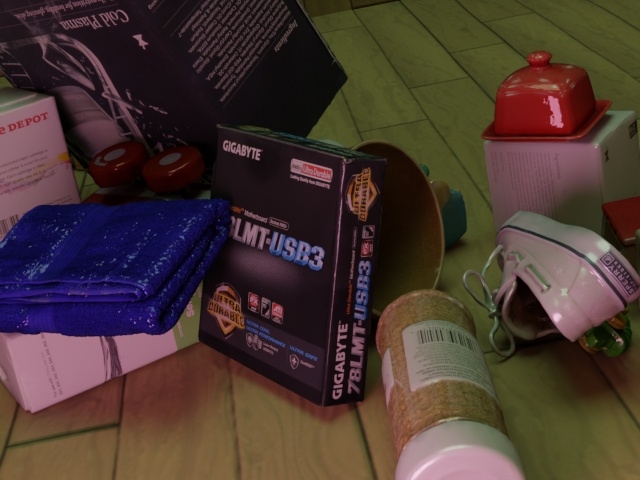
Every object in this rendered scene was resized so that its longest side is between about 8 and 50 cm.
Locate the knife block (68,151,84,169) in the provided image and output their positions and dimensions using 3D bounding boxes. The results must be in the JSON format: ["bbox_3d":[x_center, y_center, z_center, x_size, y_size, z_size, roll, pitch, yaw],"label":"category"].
[{"bbox_3d":[-0.472,-0.196,2.441,0.242,0.088,0.276,-15,23,-10],"label":"knife block"}]

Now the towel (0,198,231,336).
[{"bbox_3d":[-0.283,0.022,1.458,0.308,0.076,0.228,-1,42,27],"label":"towel"}]

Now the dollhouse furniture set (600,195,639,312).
[{"bbox_3d":[0.459,0.025,1.319,0.201,0.152,0.374,-10,30,2],"label":"dollhouse furniture set"}]

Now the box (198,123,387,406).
[{"bbox_3d":[-0.043,0.020,1.436,0.073,0.294,0.295,-4,15,-35],"label":"box"}]

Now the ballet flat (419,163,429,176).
[{"bbox_3d":[0.132,-0.107,2.023,0.114,0.041,0.041,-9,22,3],"label":"ballet flat"}]

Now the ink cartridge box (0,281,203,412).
[{"bbox_3d":[-0.314,0.103,1.596,0.272,0.115,0.198,-22,25,-25],"label":"ink cartridge box"}]

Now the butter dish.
[{"bbox_3d":[0.318,-0.213,1.668,0.159,0.118,0.160,2,27,32],"label":"butter dish"}]

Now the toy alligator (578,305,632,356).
[{"bbox_3d":[0.351,0.099,1.402,0.051,0.056,0.189,40,25,3],"label":"toy alligator"}]

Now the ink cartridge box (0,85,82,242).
[{"bbox_3d":[-0.550,-0.104,2.006,0.198,0.270,0.197,-24,26,-32],"label":"ink cartridge box"}]

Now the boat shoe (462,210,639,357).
[{"bbox_3d":[0.254,0.067,1.411,0.156,0.136,0.367,-42,10,-3],"label":"boat shoe"}]

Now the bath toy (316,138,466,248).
[{"bbox_3d":[0.067,-0.081,1.816,0.129,0.151,0.348,-30,32,-26],"label":"bath toy"}]

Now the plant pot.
[{"bbox_3d":[0.000,0.000,1.602,0.254,0.237,0.237,-9,17,43],"label":"plant pot"}]

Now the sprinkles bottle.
[{"bbox_3d":[0.128,0.173,1.216,0.121,0.121,0.355,-9,22,3],"label":"sprinkles bottle"}]

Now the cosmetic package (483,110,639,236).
[{"bbox_3d":[0.364,-0.101,1.738,0.183,0.152,0.151,5,27,35],"label":"cosmetic package"}]

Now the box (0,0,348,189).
[{"bbox_3d":[-0.297,-0.346,2.000,0.479,0.472,0.297,1,50,44],"label":"box"}]

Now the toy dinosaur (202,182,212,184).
[{"bbox_3d":[-0.095,-0.060,1.901,0.183,0.053,0.092,34,5,16],"label":"toy dinosaur"}]

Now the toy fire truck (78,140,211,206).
[{"bbox_3d":[-0.299,-0.021,1.847,0.302,0.169,0.254,7,39,38],"label":"toy fire truck"}]
